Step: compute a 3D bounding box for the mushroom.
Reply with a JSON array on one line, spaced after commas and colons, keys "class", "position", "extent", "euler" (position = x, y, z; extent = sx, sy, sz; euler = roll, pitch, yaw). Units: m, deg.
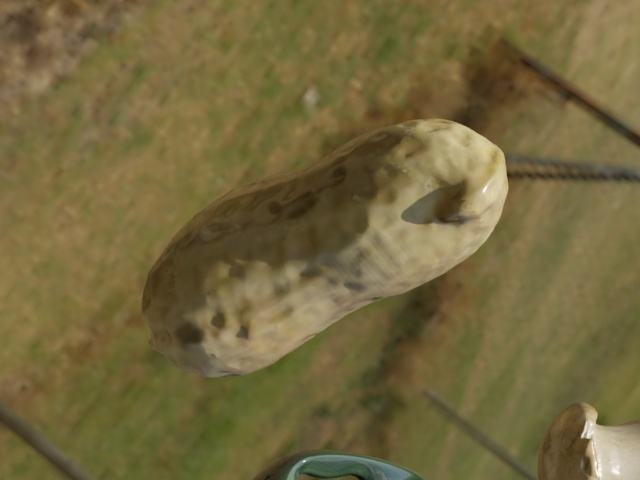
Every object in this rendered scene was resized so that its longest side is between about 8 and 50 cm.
[{"class": "mushroom", "position": [0.280, 0.178, 1.523], "extent": [0.088, 0.212, 0.097], "euler": [-125, -139, -67]}]

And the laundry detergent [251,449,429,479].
[{"class": "laundry detergent", "position": [-0.009, 0.228, 1.452], "extent": [0.078, 0.221, 0.144], "euler": [4, -102, 63]}]

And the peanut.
[{"class": "peanut", "position": [0.000, 0.000, 0.982], "extent": [0.214, 0.099, 0.099], "euler": [-27, 173, 23]}]
